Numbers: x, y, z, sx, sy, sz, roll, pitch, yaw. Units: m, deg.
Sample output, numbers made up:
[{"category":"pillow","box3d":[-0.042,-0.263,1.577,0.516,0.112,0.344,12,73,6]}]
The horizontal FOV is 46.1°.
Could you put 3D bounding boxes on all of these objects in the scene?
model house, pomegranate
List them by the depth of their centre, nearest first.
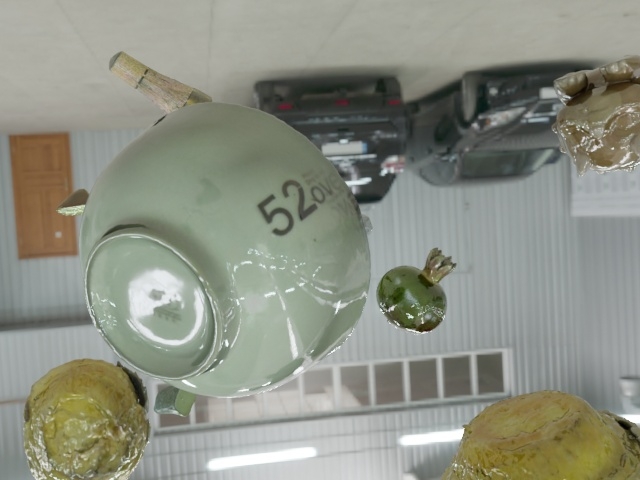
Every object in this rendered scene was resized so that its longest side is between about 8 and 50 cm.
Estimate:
[{"category":"pomegranate","box3d":[0.153,0.077,1.162,0.114,0.142,0.114,35,-165,-11]},{"category":"model house","box3d":[-0.355,0.386,1.825,0.083,0.078,0.066,-11,137,34]}]

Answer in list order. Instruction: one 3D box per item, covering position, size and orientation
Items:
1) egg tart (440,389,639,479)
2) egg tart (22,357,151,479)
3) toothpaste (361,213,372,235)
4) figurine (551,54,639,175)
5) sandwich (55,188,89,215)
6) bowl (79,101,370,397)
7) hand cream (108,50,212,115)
[{"category":"egg tart","box3d":[0.376,0.383,1.326,0.388,0.169,0.388,-22,-170,4]},{"category":"egg tart","box3d":[-0.412,0.327,1.306,0.232,0.252,0.098,31,169,-7]},{"category":"toothpaste","box3d":[0.000,0.000,1.298,0.194,0.067,0.043,-21,165,-27]},{"category":"figurine","box3d":[0.449,-0.187,1.158,0.177,0.173,0.247,-17,-173,15]},{"category":"sandwich","box3d":[-0.400,-0.065,1.260,0.083,0.044,0.031,-2,141,24]},{"category":"bowl","box3d":[-0.137,0.037,0.844,0.354,0.353,0.185,-2,-160,26]},{"category":"hand cream","box3d":[-0.309,-0.288,1.433,0.203,0.084,0.084,31,171,-17]}]
